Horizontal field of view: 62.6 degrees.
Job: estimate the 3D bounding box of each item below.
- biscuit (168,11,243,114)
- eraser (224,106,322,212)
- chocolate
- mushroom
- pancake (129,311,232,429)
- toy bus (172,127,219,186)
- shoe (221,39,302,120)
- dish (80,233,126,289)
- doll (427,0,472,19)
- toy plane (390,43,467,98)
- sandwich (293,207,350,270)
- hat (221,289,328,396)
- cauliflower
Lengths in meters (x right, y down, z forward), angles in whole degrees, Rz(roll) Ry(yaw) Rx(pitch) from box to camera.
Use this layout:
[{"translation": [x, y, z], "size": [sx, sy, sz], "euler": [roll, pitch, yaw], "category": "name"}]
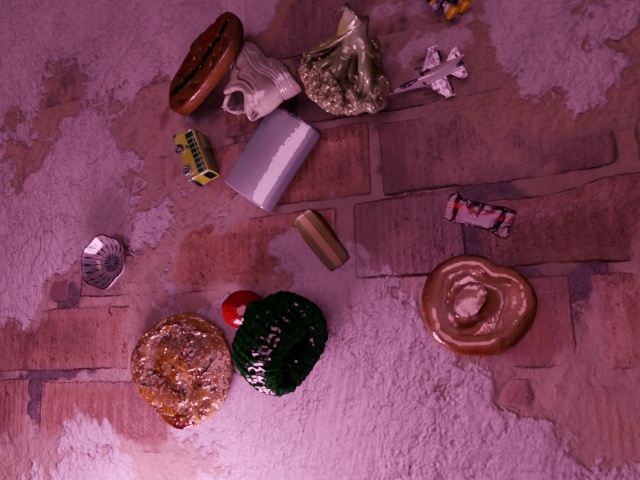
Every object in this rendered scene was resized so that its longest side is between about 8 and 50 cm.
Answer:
[{"translation": [-0.383, -0.583, 1.704], "size": [0.367, 0.063, 0.314], "euler": [-43, 44, 24], "category": "biscuit"}, {"translation": [-0.147, -0.252, 1.606], "size": [0.189, 0.104, 0.290], "euler": [35, 94, 24], "category": "eraser"}, {"translation": [0.422, -0.069, 1.410], "size": [0.183, 0.028, 0.086], "euler": [21, 91, 20], "category": "chocolate"}, {"translation": [0.390, 0.158, 1.320], "size": [0.279, 0.146, 0.278], "euler": [-6, 68, 16], "category": "mushroom"}, {"translation": [-0.419, 0.392, 1.615], "size": [0.357, 0.065, 0.355], "euler": [-3, 81, 21], "category": "pancake"}, {"translation": [-0.404, -0.274, 1.714], "size": [0.101, 0.088, 0.174], "euler": [-26, 75, 13], "category": "toy bus"}, {"translation": [-0.232, -0.484, 1.616], "size": [0.210, 0.132, 0.342], "euler": [-43, 53, -7], "category": "shoe"}, {"translation": [-0.715, 0.073, 1.775], "size": [0.191, 0.066, 0.190], "euler": [-3, 81, 22], "category": "dish"}, {"translation": [0.305, -0.770, 1.540], "size": [0.146, 0.103, 0.316], "euler": [-38, 76, 6], "category": "doll"}, {"translation": [0.311, -0.466, 1.502], "size": [0.234, 0.082, 0.159], "euler": [-22, 84, 30], "category": "toy plane"}, {"translation": [0.000, 0.000, 1.504], "size": [0.079, 0.113, 0.163], "euler": [-35, 72, 11], "category": "sandwich"}, {"translation": [-0.155, 0.256, 1.484], "size": [0.274, 0.242, 0.332], "euler": [-47, 43, -17], "category": "hat"}, {"translation": [0.090, -0.494, 1.491], "size": [0.327, 0.260, 0.281], "euler": [53, 123, 20], "category": "cauliflower"}]
